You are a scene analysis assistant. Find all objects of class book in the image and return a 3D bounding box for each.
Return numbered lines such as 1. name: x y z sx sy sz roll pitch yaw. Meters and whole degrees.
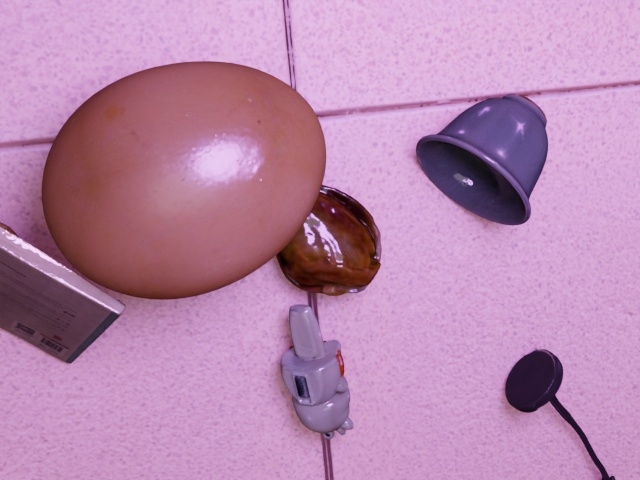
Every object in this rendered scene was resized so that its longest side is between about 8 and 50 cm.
1. book: -0.405 0.086 1.010 0.215 0.283 0.025 35 53 -17

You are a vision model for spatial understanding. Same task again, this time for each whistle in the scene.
1. whistle: -0.009 0.215 1.165 0.102 0.105 0.253 -12 112 4

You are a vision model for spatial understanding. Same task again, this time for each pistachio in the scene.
1. pistachio: 0.000 0.000 1.096 0.210 0.130 0.165 43 98 -8

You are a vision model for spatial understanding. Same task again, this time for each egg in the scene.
1. egg: -0.173 -0.080 0.956 0.374 0.301 0.301 -17 107 -6

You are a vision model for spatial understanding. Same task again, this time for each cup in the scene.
1. cup: 0.266 -0.140 1.087 0.199 0.199 0.150 42 78 -17

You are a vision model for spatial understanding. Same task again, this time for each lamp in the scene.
1. lamp: 0.435 0.355 1.297 0.109 0.130 0.371 -21 122 20

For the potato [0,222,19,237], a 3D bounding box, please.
1. potato: -0.465 0.031 1.059 0.092 0.070 0.138 -36 107 17
